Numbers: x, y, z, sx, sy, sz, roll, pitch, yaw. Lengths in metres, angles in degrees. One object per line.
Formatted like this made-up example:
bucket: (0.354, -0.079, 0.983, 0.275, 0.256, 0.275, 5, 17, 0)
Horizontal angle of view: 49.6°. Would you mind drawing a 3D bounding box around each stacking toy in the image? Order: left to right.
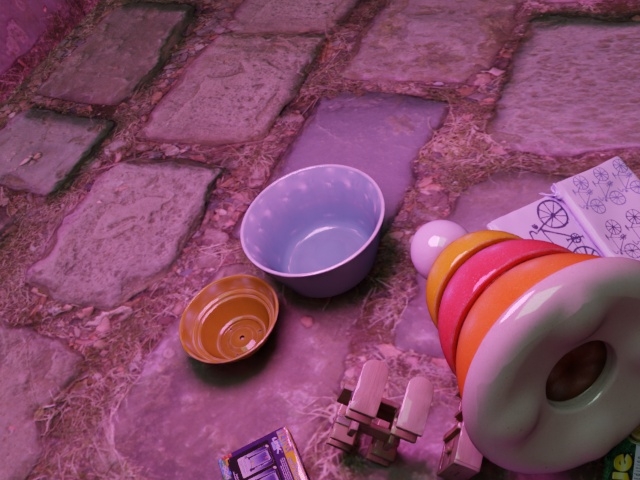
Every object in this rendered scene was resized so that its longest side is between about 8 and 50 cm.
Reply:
stacking toy: (0.292, 0.100, 1.127, 0.350, 0.351, 0.480, -29, 31, -5)

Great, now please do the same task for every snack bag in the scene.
snack bag: (0.511, 0.020, 1.248, 0.342, 0.037, 0.323, -22, 63, -17)

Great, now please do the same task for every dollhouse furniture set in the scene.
dollhouse furniture set: (0.154, 0.280, 1.167, 0.242, 0.212, 0.161, 21, 58, 2)

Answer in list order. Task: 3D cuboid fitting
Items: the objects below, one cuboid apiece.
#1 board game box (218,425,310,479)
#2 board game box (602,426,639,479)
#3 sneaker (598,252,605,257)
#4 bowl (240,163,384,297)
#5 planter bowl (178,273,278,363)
board game box: (-0.091, 0.435, 1.225, 0.141, 0.048, 0.170, -25, 46, -5)
board game box: (0.477, 0.363, 1.008, 0.136, 0.030, 0.260, -18, 45, 50)
sneaker: (0.523, 0.057, 1.292, 0.129, 0.111, 0.297, 22, 62, 27)
bowl: (0.000, 0.000, 1.491, 0.311, 0.163, 0.312, -10, 49, 11)
planter bowl: (-0.177, 0.183, 1.446, 0.217, 0.090, 0.217, -11, 48, 12)
